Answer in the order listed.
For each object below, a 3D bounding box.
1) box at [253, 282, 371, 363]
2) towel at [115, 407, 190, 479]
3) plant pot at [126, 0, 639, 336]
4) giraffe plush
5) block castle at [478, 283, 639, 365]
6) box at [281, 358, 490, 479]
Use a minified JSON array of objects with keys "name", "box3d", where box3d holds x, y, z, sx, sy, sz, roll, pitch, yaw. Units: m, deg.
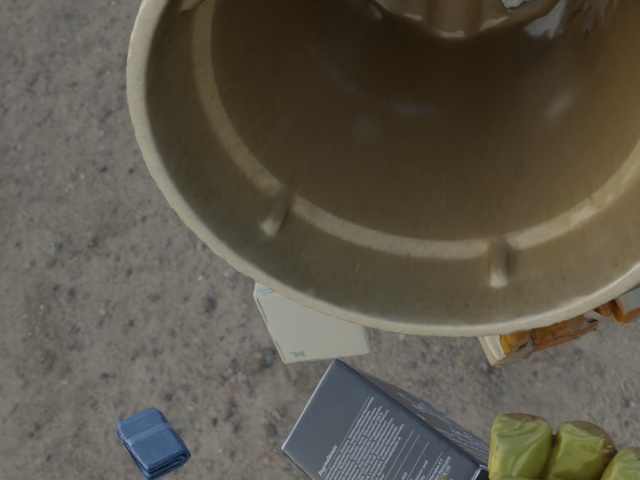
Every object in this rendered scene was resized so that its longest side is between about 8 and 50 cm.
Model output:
[{"name":"box","box3d":[0.000,0.000,1.106,0.121,0.148,0.311,-8,44,11]},{"name":"towel","box3d":[-0.223,0.269,1.079,0.067,0.029,0.119,-20,29,-26]},{"name":"plant pot","box3d":[0.081,-0.154,0.562,0.334,0.334,0.305,-8,42,26]},{"name":"giraffe plush","box3d":[0.203,0.282,0.727,0.210,0.170,0.181,-23,29,-37]},{"name":"block castle","box3d":[0.347,-0.062,0.861,0.453,0.303,0.213,-18,65,-5]},{"name":"box","box3d":[0.178,0.424,1.468,0.395,0.293,0.212,28,88,49]}]
